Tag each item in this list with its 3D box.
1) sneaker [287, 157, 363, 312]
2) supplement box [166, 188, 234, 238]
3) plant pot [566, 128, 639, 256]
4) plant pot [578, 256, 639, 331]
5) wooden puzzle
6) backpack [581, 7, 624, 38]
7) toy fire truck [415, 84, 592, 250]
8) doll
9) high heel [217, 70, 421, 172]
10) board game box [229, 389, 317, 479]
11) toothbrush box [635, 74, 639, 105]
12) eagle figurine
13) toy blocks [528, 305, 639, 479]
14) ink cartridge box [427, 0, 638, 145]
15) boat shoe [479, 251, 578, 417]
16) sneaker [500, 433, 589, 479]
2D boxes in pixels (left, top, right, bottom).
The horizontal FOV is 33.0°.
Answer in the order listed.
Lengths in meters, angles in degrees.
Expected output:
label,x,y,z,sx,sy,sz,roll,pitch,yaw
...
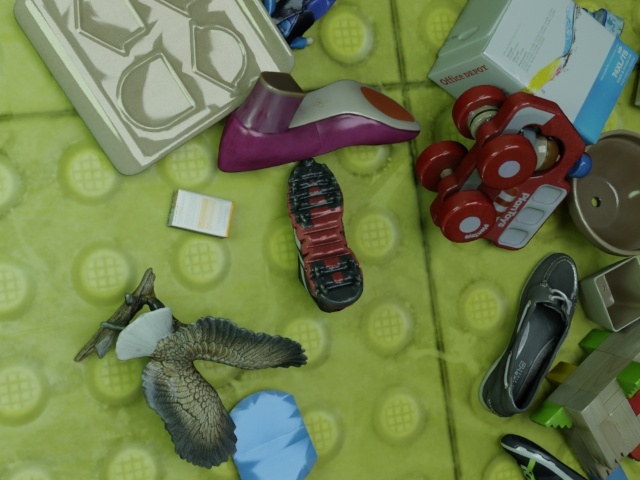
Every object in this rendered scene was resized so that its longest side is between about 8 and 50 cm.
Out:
label,x,y,z,sx,sy,sz,roll,pitch,yaw
sneaker,0.000,0.000,1.817,0.097,0.135,0.276,-10,68,-11
supplement box,-0.196,-0.043,1.768,0.098,0.036,0.062,14,82,-21
plant pot,0.545,-0.081,2.032,0.237,0.109,0.237,4,80,-22
plant pot,0.544,0.100,2.034,0.109,0.096,0.109,-25,98,-22
wooden puzzle,-0.262,-0.322,1.740,0.348,0.080,0.322,-35,100,-16
backpack,0.506,-0.385,2.036,0.084,0.114,0.105,25,79,-19
toy fire truck,0.329,-0.117,1.870,0.253,0.302,0.169,12,39,-28
doll,-0.046,-0.391,1.845,0.189,0.046,0.129,-48,114,-11
high heel,0.000,-0.179,1.839,0.377,0.127,0.181,9,128,-38
board game box,-0.088,0.334,1.796,0.133,0.033,0.169,-22,90,-18
toothbrush box,0.786,-0.329,2.115,0.295,0.126,0.216,18,73,-15
eagle figurine,-0.191,0.185,1.673,0.298,0.226,0.225,40,48,-3
toy blocks,0.598,0.310,2.022,0.381,0.190,0.261,-40,114,-19
ink cartridge box,0.376,-0.312,1.933,0.270,0.198,0.197,34,75,-18
boat shoe,0.403,0.173,1.972,0.112,0.095,0.335,33,76,-18
sneaker,0.413,0.445,1.968,0.234,0.084,0.097,35,91,-9
